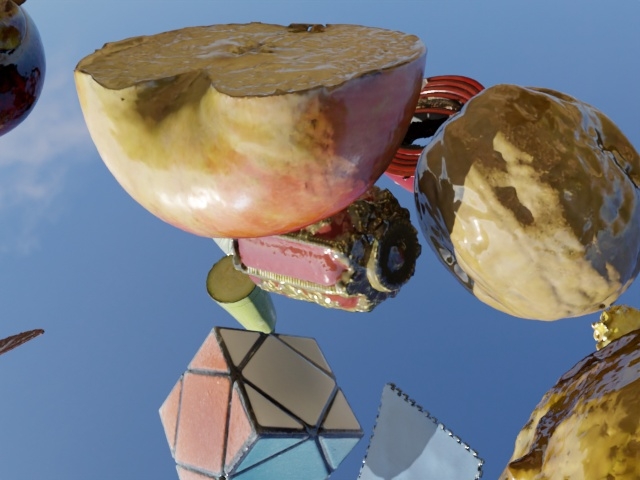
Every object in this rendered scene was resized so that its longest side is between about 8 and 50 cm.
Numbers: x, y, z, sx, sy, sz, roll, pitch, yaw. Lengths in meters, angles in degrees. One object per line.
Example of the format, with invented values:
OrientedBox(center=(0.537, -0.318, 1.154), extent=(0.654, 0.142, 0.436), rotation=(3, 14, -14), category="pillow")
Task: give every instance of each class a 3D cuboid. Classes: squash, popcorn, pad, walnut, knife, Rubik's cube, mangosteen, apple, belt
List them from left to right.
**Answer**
OrientedBox(center=(-0.350, -0.190, 0.693), extent=(0.199, 0.200, 0.200), rotation=(-10, -145, 7), category="mangosteen")
OrientedBox(center=(-0.451, 0.158, 0.918), extent=(0.247, 0.018, 0.035), rotation=(-23, -154, 12), category="knife")
OrientedBox(center=(-0.121, 0.123, 1.258), extent=(0.094, 0.224, 0.094), rotation=(-8, -128, 11), category="squash")
OrientedBox(center=(-0.056, -0.095, 0.642), extent=(0.292, 0.163, 0.251), rotation=(12, -150, 25), category="apple")
OrientedBox(center=(-0.095, 0.278, 1.097), extent=(0.204, 0.205, 0.207), rotation=(12, -149, -39), category="Rubik's cube")
OrientedBox(center=(0.150, 0.412, 1.197), extent=(0.012, 0.269, 0.269), rotation=(9, -166, -32), category="pad")
OrientedBox(center=(0.224, -0.207, 1.447), extent=(0.323, 0.115, 0.228), rotation=(0, -111, 43), category="belt")
OrientedBox(center=(0.295, -0.048, 0.986), extent=(0.306, 0.344, 0.306), rotation=(-35, -177, 2), category="walnut")
OrientedBox(center=(0.402, 0.126, 0.954), extent=(0.083, 0.057, 0.082), rotation=(-33, -130, -5), category="popcorn")

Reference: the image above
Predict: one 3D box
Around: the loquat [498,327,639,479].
OrientedBox(center=(0.225, 0.172, 0.350), extent=(0.283, 0.276, 0.276), rotation=(38, -128, 8), category="loquat")

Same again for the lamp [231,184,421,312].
OrientedBox(center=(0.000, 0.000, 0.987), extent=(0.273, 0.177, 0.177), rotation=(10, -139, 38), category="lamp")

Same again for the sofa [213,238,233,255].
OrientedBox(center=(-0.083, -0.093, 1.276), extent=(0.225, 0.176, 0.210), rotation=(-32, -179, 31), category="sofa")
